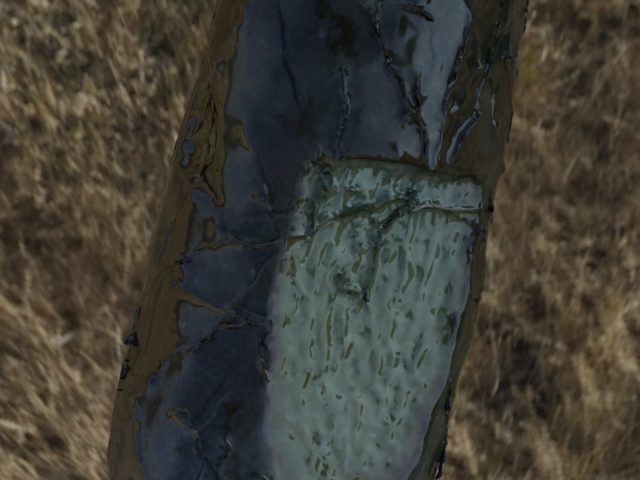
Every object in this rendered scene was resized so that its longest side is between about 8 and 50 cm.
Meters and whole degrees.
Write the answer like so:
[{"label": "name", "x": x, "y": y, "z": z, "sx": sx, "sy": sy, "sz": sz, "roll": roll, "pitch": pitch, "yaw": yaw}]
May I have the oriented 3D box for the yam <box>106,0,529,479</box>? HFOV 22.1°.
[{"label": "yam", "x": 0.000, "y": 0.000, "z": 0.672, "sx": 0.154, "sy": 0.154, "sz": 0.254, "roll": 11, "pitch": 94, "yaw": 5}]
